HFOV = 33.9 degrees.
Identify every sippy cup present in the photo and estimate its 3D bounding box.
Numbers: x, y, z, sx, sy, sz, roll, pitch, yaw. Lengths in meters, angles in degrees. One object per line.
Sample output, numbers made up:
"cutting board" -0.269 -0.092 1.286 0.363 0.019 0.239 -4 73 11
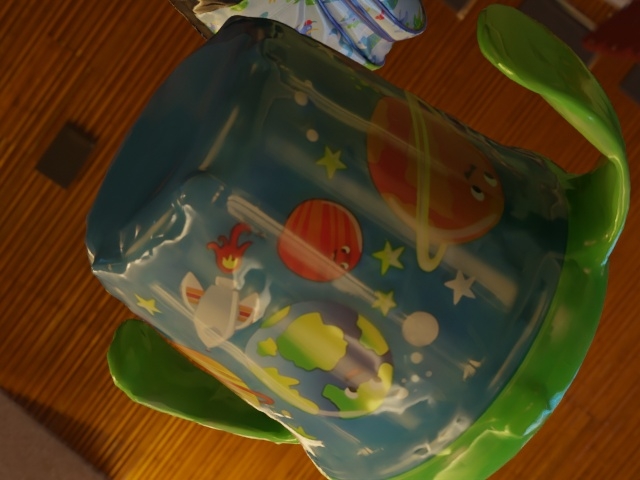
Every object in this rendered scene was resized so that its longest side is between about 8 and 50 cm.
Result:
"sippy cup" 0.000 0.000 0.592 0.224 0.305 0.240 33 -177 -24

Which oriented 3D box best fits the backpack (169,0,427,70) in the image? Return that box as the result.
"backpack" -0.040 -0.291 1.106 0.355 0.273 0.290 64 -178 -60
